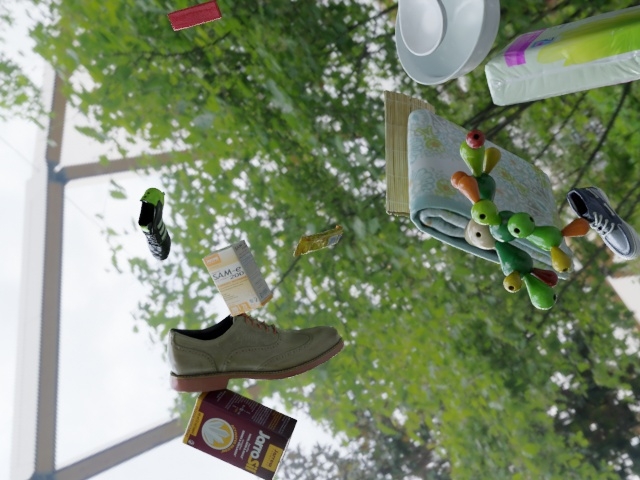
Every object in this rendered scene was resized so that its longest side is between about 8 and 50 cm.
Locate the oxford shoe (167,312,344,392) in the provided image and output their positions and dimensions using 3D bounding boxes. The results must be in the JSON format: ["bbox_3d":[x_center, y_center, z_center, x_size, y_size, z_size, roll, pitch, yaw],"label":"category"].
[{"bbox_3d":[-0.121,0.196,1.352,0.123,0.348,0.130,-162,64,-69],"label":"oxford shoe"}]

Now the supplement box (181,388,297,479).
[{"bbox_3d":[-0.152,0.362,1.332,0.188,0.104,0.081,22,-165,6],"label":"supplement box"}]

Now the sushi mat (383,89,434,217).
[{"bbox_3d":[0.211,-0.197,1.631,0.151,0.019,0.316,13,-114,-27],"label":"sushi mat"}]

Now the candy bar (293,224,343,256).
[{"bbox_3d":[0.000,0.000,1.232,0.018,0.040,0.161,31,-160,19],"label":"candy bar"}]

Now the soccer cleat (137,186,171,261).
[{"bbox_3d":[-0.357,-0.027,1.490,0.072,0.060,0.178,-58,-27,-55],"label":"soccer cleat"}]

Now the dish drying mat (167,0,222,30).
[{"bbox_3d":[-0.206,-0.370,1.155,0.008,0.083,0.032,-98,-8,-51],"label":"dish drying mat"}]

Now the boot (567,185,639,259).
[{"bbox_3d":[0.610,-0.036,1.528,0.086,0.069,0.190,-5,-125,-35],"label":"boot"}]

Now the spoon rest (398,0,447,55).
[{"bbox_3d":[0.212,-0.540,1.519,0.084,0.137,0.276,-8,-86,-32],"label":"spoon rest"}]

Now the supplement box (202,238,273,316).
[{"bbox_3d":[-0.121,0.055,1.028,0.098,0.062,0.036,63,-149,-9],"label":"supplement box"}]

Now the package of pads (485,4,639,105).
[{"bbox_3d":[0.483,-0.345,1.295,0.229,0.297,0.101,-42,-61,-50],"label":"package of pads"}]

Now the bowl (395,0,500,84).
[{"bbox_3d":[0.317,-0.506,1.633,0.134,0.298,0.297,-3,-125,-33],"label":"bowl"}]

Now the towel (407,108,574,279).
[{"bbox_3d":[0.343,-0.092,1.460,0.375,0.090,0.320,24,-141,-17],"label":"towel"}]

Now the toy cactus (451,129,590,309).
[{"bbox_3d":[0.220,-0.025,0.845,0.219,0.112,0.180,54,174,0],"label":"toy cactus"}]
